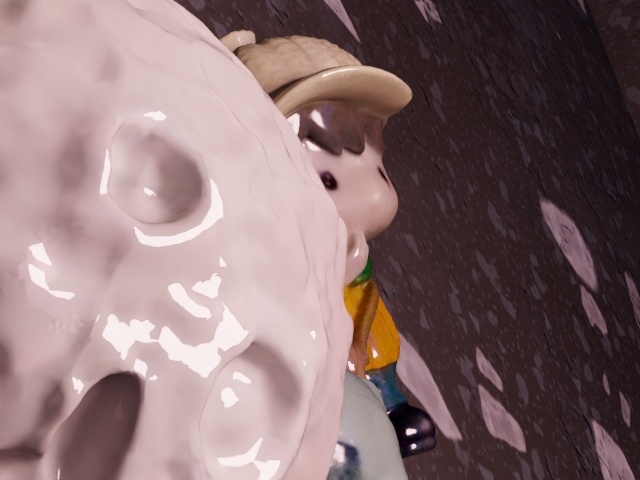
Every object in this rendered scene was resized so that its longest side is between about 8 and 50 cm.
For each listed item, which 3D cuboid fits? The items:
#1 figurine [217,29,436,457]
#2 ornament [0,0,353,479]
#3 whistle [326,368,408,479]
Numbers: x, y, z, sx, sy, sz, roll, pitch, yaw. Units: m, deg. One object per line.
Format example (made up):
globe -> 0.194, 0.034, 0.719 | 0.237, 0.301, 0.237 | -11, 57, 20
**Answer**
figurine -> -0.022, 0.009, 1.339 | 0.185, 0.204, 0.332 | -11, 103, -52
ornament -> -0.154, 0.045, 0.719 | 0.337, 0.337, 0.337 | 49, 26, -34
whistle -> -0.023, 0.172, 1.182 | 0.163, 0.163, 0.290 | -92, -174, -46
